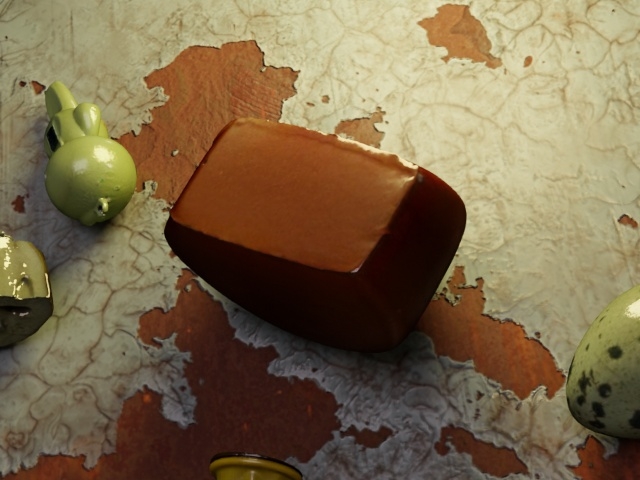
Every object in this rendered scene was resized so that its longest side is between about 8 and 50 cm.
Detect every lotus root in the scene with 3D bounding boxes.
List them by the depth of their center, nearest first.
[{"bbox_3d":[-0.497,0.068,1.681,0.235,0.138,0.119,9,40,-19],"label":"lotus root"}]

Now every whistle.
[{"bbox_3d":[-0.348,-0.133,1.800,0.141,0.141,0.294,-20,41,3],"label":"whistle"}]

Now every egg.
[{"bbox_3d":[0.393,0.145,1.411,0.228,0.177,0.177,-36,58,13],"label":"egg"}]

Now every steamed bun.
[{"bbox_3d":[0.000,0.000,1.548,0.379,0.248,0.235,16,64,33],"label":"steamed bun"}]

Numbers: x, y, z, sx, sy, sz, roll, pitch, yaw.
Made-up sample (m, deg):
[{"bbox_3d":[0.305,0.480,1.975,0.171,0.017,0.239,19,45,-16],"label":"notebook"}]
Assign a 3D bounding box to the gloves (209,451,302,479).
[{"bbox_3d":[-0.103,0.410,1.418,0.116,0.133,0.294,16,63,-10],"label":"gloves"}]
